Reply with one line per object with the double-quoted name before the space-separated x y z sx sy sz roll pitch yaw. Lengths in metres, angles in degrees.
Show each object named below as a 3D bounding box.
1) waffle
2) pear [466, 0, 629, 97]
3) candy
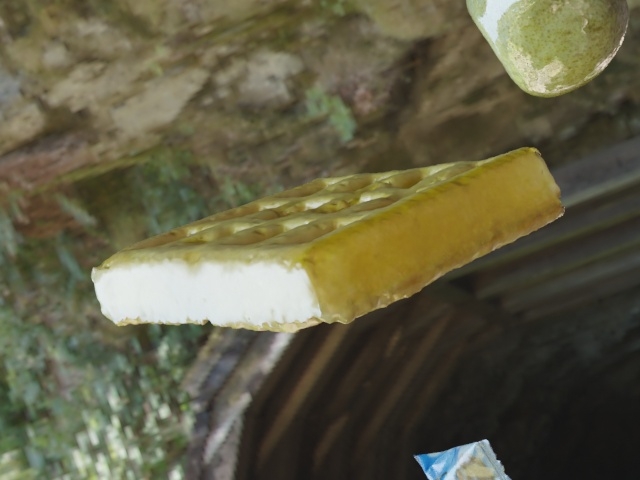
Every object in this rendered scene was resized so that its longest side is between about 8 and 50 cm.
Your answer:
"waffle" 0.000 0.000 0.905 0.221 0.248 0.055 -22 -78 -39
"pear" 0.223 -0.227 1.322 0.167 0.136 0.167 48 -161 -24
"candy" 0.133 0.214 1.168 0.088 0.038 0.136 61 153 1
